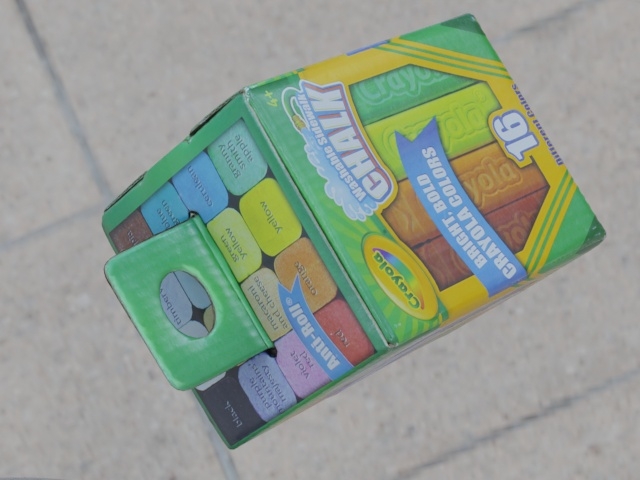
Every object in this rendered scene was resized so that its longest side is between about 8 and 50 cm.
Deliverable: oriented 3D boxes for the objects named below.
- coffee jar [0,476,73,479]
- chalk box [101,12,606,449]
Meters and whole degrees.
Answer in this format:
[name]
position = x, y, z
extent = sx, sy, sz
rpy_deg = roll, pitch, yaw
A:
[coffee jar]
position = -0.074, 0.159, 0.481
extent = 0.079, 0.184, 0.096
rpy_deg = -22, 10, -39
[chalk box]
position = 0.000, 0.000, 1.134
extent = 0.289, 0.179, 0.180
rpy_deg = -25, 82, -45
